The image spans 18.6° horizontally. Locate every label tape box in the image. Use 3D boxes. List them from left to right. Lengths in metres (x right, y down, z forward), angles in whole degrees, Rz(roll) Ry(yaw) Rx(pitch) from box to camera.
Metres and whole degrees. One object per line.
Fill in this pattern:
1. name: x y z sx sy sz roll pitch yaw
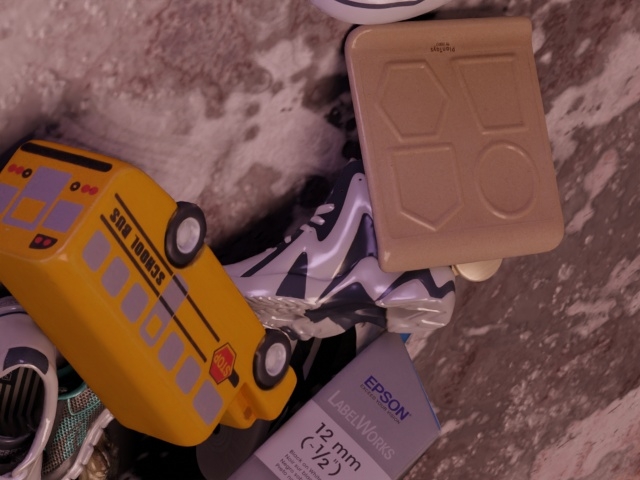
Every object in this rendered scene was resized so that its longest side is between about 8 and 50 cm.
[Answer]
1. label tape box: 0.006 0.219 1.806 0.347 0.115 0.249 -40 170 -26

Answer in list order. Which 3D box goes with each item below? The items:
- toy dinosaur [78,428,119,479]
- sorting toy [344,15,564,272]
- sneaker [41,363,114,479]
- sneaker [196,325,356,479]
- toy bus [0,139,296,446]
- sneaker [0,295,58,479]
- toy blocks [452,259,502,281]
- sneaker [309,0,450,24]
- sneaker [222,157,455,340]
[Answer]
1. toy dinosaur: -0.255 0.282 1.782 0.118 0.064 0.268 -16 141 -43
2. sorting toy: 0.113 -0.084 1.675 0.193 0.038 0.208 -7 89 -31
3. sneaker: -0.220 0.145 1.683 0.076 0.065 0.166 33 98 -39
4. sneaker: -0.029 0.138 1.832 0.121 0.079 0.217 -4 129 -42
5. toy bus: -0.139 0.055 1.558 0.130 0.108 0.333 -59 143 -24
6. sneaker: -0.269 0.170 1.600 0.094 0.091 0.258 5 122 -11
7. toy blocks: 0.111 -0.029 1.782 0.054 0.148 0.123 6 91 -27
8. sneaker: 0.112 -0.284 1.490 0.321 0.126 0.127 -35 150 -30
9. sneaker: 0.000 0.000 1.717 0.235 0.153 0.094 -4 151 11
